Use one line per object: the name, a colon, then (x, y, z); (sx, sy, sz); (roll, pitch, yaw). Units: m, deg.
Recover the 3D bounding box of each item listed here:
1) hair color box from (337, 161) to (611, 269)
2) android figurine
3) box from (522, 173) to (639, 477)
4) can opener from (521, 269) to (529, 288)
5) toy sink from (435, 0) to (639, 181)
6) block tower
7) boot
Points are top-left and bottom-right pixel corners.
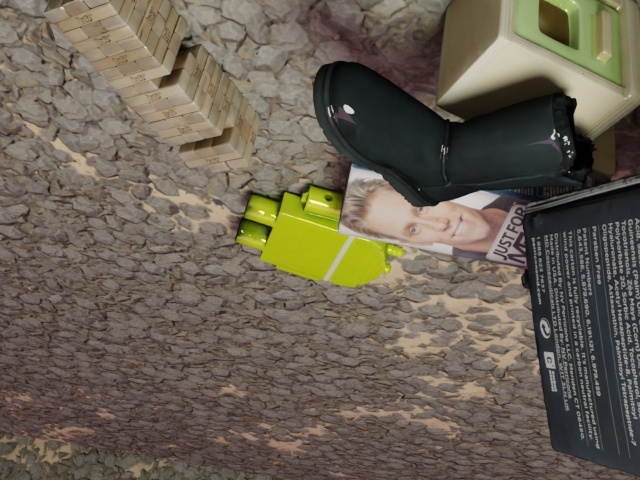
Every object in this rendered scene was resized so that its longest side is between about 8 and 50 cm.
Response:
hair color box: (0.208, -0.060, 1.166); (0.347, 0.105, 0.174); (11, 148, 1)
android figurine: (0.000, 0.000, 1.374); (0.273, 0.056, 0.248); (15, 148, -6)
box: (0.520, 0.057, 0.764); (0.480, 0.297, 0.472); (-5, 175, -13)
can opener: (0.412, 0.042, 1.316); (0.186, 0.073, 0.059); (-13, 134, 19)
toy sink: (0.261, -0.190, 0.895); (0.234, 0.153, 0.131); (22, 147, -16)
block tower: (-0.203, -0.219, 1.047); (0.091, 0.097, 0.335); (-8, 143, 27)
boot: (0.139, -0.115, 0.813); (0.207, 0.094, 0.246); (-9, 150, 35)
